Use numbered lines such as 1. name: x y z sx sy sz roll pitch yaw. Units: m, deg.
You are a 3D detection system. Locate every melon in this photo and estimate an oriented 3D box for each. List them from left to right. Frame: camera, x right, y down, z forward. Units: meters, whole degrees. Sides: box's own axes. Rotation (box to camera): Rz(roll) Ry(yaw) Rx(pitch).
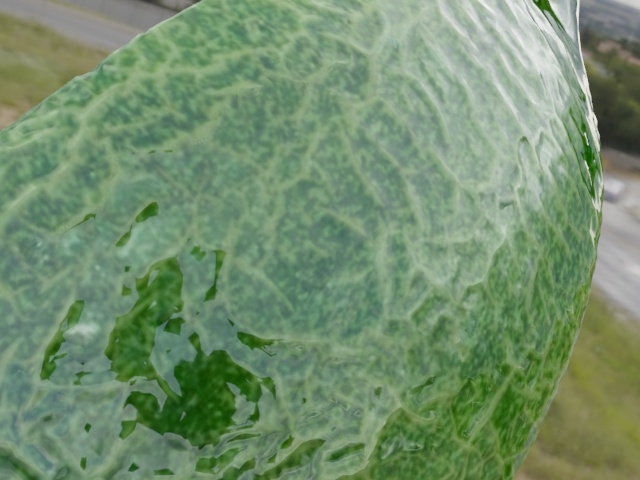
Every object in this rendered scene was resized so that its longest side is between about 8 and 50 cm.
1. melon: 0.000 0.000 0.398 0.196 0.323 0.124 50 -23 -19
